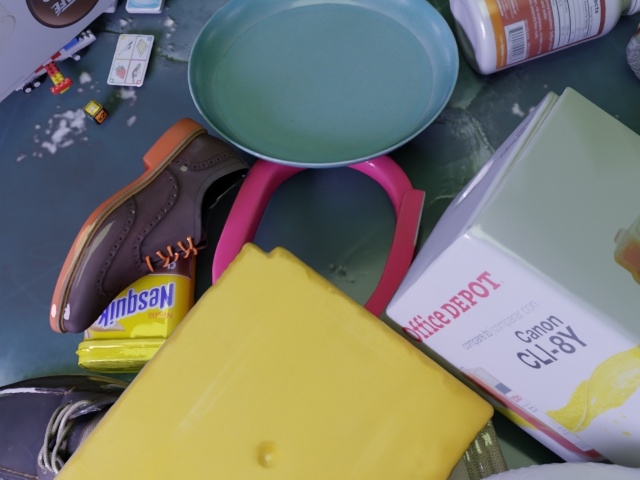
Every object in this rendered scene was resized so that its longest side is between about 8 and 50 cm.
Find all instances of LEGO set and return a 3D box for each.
[{"bbox_3d":[-0.308,-0.270,1.034,0.183,0.060,0.244,6,72,12],"label":"LEGO set"}]

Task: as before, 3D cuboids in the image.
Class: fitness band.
[{"bbox_3d":[0.000,0.000,0.876,0.209,0.054,0.290,12,57,11],"label":"fitness band"}]

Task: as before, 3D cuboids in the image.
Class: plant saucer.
[{"bbox_3d":[0.003,-0.203,0.952,0.318,0.043,0.317,-2,57,3],"label":"plant saucer"}]

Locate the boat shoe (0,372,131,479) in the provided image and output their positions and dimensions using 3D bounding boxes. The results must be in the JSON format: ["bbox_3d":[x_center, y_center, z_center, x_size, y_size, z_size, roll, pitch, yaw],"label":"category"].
[{"bbox_3d":[-0.222,0.198,0.826,0.356,0.130,0.132,2,72,7],"label":"boat shoe"}]

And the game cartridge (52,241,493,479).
[{"bbox_3d":[-0.046,0.198,0.737,0.285,0.052,0.323,38,78,7],"label":"game cartridge"}]

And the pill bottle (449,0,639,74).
[{"bbox_3d":[0.272,-0.284,0.940,0.216,0.121,0.121,-19,71,-1],"label":"pill bottle"}]

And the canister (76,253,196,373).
[{"bbox_3d":[-0.202,0.059,0.903,0.126,0.073,0.169,-3,70,5],"label":"canister"}]

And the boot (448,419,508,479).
[{"bbox_3d":[0.064,0.192,0.819,0.204,0.095,0.261,-24,65,-6],"label":"boot"}]

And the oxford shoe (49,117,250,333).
[{"bbox_3d":[-0.177,-0.006,0.839,0.098,0.097,0.271,31,73,8],"label":"oxford shoe"}]

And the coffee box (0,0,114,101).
[{"bbox_3d":[-0.482,-0.374,0.902,0.338,0.334,0.337,31,66,20],"label":"coffee box"}]

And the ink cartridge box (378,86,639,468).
[{"bbox_3d":[0.267,0.091,0.682,0.385,0.279,0.160,36,69,4],"label":"ink cartridge box"}]

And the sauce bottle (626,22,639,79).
[{"bbox_3d":[0.495,-0.321,0.936,0.111,0.111,0.344,36,77,16],"label":"sauce bottle"}]

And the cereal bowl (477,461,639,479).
[{"bbox_3d":[0.208,0.300,0.673,0.339,0.338,0.141,0,37,6],"label":"cereal bowl"}]
